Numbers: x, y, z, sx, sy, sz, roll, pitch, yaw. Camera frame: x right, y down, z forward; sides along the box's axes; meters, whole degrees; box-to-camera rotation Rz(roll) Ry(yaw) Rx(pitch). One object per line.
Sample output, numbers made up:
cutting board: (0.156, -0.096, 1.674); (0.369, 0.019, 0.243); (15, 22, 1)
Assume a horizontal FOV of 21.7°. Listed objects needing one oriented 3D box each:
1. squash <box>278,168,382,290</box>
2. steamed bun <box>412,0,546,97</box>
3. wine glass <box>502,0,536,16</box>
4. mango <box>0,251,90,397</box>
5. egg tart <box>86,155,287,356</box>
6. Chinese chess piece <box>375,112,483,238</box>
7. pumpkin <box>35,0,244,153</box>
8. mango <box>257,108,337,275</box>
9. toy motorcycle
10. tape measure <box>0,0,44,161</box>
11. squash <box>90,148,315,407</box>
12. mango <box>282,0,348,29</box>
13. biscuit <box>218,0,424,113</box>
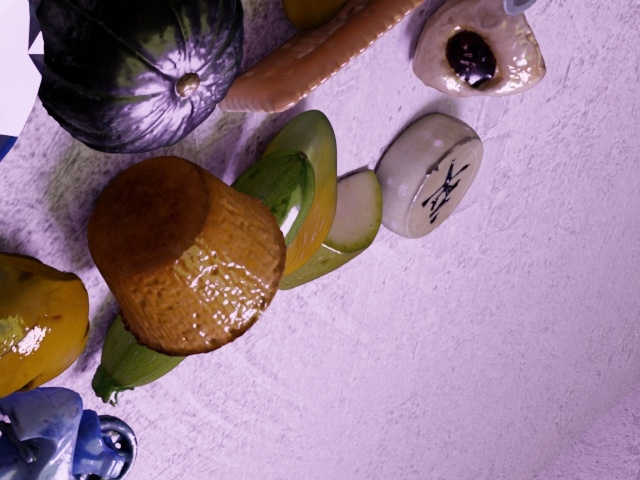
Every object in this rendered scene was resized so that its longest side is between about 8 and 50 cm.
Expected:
squash: (0.018, 0.011, 2.275); (0.192, 0.085, 0.184); (-23, 143, -45)
steamed bun: (0.193, -0.250, 2.162); (0.155, 0.172, 0.141); (-26, 114, 2)
wine glass: (0.144, -0.344, 1.813); (0.103, 0.231, 0.103); (-42, 154, -26)
mango: (-0.321, 0.090, 1.730); (0.167, 0.130, 0.262); (-56, 160, 12)
egg tart: (-0.157, 0.009, 1.841); (0.215, 0.215, 0.171); (-48, 140, -8)
Chinese chess piece: (0.153, -0.091, 2.376); (0.188, 0.083, 0.188); (-42, 154, -26)
pumpkin: (-0.172, -0.183, 1.566); (0.220, 0.162, 0.220); (-35, 147, -28)
mango: (-0.041, -0.054, 2.076); (0.137, 0.091, 0.237); (-38, 147, -31)
toy motorcycle: (-0.359, 0.282, 1.860); (0.319, 0.182, 0.241); (-44, 155, -13)
tape measure: (-0.353, -0.137, 1.337); (0.259, 0.138, 0.262); (-44, 155, -15)
squash: (-0.138, 0.044, 1.990); (0.395, 0.107, 0.107); (-49, 157, 12)
mango: (0.008, -0.312, 1.787); (0.136, 0.099, 0.227); (-34, 161, -23)
biscuit: (0.004, -0.223, 1.872); (0.250, 0.160, 0.030); (-40, 113, -22)
